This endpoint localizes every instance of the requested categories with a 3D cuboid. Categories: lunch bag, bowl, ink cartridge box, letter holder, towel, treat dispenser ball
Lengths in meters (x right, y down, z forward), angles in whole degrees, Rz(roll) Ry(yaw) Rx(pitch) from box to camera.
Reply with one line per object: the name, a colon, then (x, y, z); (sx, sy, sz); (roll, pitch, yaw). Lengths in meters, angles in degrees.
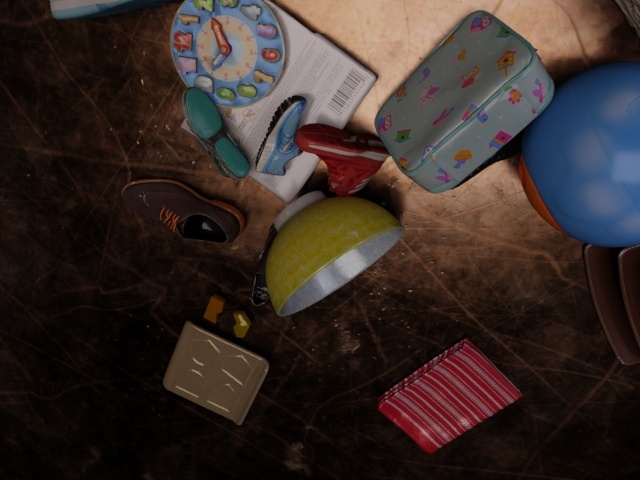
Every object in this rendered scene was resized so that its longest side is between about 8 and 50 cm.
lunch bag: (0.230, -0.234, 0.894); (0.108, 0.224, 0.279); (31, 116, -36)
bowl: (0.000, 0.000, 1.017); (0.289, 0.289, 0.156); (-39, 76, 21)
ink cartridge box: (-0.080, -0.262, 1.013); (0.261, 0.066, 0.296); (35, 113, -5)
letter holder: (0.646, 0.131, 1.001); (0.214, 0.152, 0.302); (-20, 107, 19)
towel: (0.288, 0.364, 1.222); (0.199, 0.031, 0.275); (44, 112, -10)
treat dispenser ball: (0.467, -0.133, 0.848); (0.288, 0.288, 0.288); (3, 112, 8)

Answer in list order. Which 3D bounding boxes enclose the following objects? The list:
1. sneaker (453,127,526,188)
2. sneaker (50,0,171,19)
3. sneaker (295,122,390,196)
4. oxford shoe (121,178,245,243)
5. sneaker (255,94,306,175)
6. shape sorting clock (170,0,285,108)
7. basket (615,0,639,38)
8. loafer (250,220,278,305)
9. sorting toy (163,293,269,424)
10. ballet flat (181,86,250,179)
sneaker: (0.286, -0.186, 0.971); (0.234, 0.097, 0.084); (-29, 147, -1)
sneaker: (-0.361, -0.505, 0.912); (0.318, 0.127, 0.208); (0, 111, 22)
sneaker: (0.030, -0.134, 0.985); (0.221, 0.087, 0.128); (3, 129, -39)
oxford shoe: (-0.297, -0.061, 1.114); (0.271, 0.098, 0.097); (15, 113, 4)
sneaker: (-0.061, -0.190, 0.982); (0.073, 0.063, 0.162); (20, 119, -18)
shape sorting clock: (-0.164, -0.335, 0.936); (0.206, 0.040, 0.206); (4, 116, 9)
basket: (0.593, -0.428, 0.721); (0.331, 0.266, 0.328); (-36, 102, 21)
loafer: (-0.094, 0.054, 1.136); (0.080, 0.078, 0.220); (19, 114, 2)
sorting toy: (-0.236, 0.281, 1.278); (0.229, 0.041, 0.307); (27, 114, 3)
ballet flat: (-0.202, -0.192, 0.991); (0.070, 0.070, 0.188); (-23, 110, 18)
